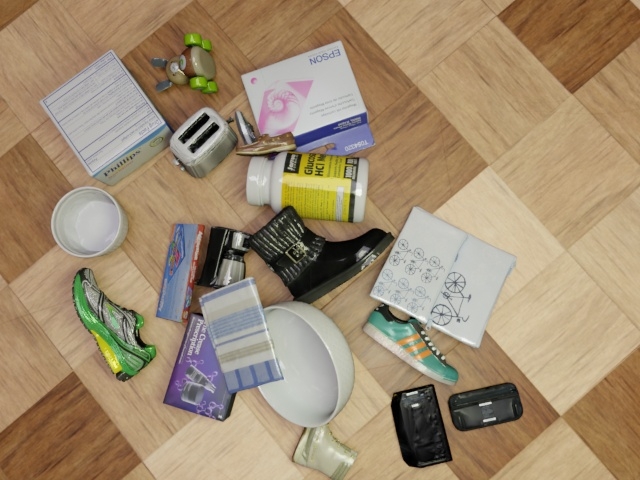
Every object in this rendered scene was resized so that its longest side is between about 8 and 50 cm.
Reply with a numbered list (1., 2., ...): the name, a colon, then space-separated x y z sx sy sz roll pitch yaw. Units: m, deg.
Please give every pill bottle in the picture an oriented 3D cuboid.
1. pill bottle: -0.034 -0.155 1.721 0.333 0.188 0.188 5 83 3

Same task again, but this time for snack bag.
1. snack bag: 0.353 0.102 1.706 0.342 0.037 0.323 28 68 6

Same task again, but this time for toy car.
1. toy car: -0.422 -0.517 1.818 0.188 0.149 0.155 -7 93 13

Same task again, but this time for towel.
1. towel: -0.213 0.253 1.610 0.209 0.034 0.285 -23 81 33

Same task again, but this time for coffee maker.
1. coffee maker: -0.289 0.051 1.743 0.171 0.120 0.178 10 83 5

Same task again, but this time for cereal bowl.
1. cereal bowl: -0.039 0.314 1.617 0.338 0.141 0.339 14 113 37

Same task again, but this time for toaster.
1. toaster: -0.338 -0.295 1.774 0.227 0.146 0.129 -44 84 -3

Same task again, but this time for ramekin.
1. ramekin: -0.668 -0.047 1.779 0.207 0.109 0.207 0 82 3

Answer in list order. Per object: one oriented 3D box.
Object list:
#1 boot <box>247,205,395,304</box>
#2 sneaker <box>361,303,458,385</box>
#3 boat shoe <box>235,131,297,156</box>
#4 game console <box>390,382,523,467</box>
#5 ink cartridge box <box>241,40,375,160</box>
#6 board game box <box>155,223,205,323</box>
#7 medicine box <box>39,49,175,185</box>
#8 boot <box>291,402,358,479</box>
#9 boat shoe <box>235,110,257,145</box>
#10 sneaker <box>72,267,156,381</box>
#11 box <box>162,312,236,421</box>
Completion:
1. boot: -0.001 0.001 1.640 0.348 0.131 0.260 -33 90 8
2. sneaker: 0.270 0.286 1.693 0.302 0.108 0.121 34 90 8
3. boat shoe: -0.159 -0.278 1.747 0.177 0.064 0.060 -9 93 -8
4. game console: 0.389 0.499 1.695 0.361 0.044 0.213 -13 84 2
5. ink cartridge box: -0.036 -0.393 1.812 0.324 0.071 0.330 -20 81 0
6. board game box: -0.406 0.091 1.746 0.145 0.027 0.282 3 81 46
7. medicine box: -0.623 -0.358 1.794 0.263 0.149 0.289 -36 83 -2
8. boot: 0.033 0.552 1.689 0.165 0.077 0.213 25 87 4
9. boat shoe: -0.219 -0.328 1.827 0.040 0.049 0.142 -20 84 -19
10. sneaker: -0.594 0.224 1.745 0.146 0.134 0.344 -32 91 -8
11. box: -0.312 0.355 1.718 0.184 0.103 0.261 16 84 2
